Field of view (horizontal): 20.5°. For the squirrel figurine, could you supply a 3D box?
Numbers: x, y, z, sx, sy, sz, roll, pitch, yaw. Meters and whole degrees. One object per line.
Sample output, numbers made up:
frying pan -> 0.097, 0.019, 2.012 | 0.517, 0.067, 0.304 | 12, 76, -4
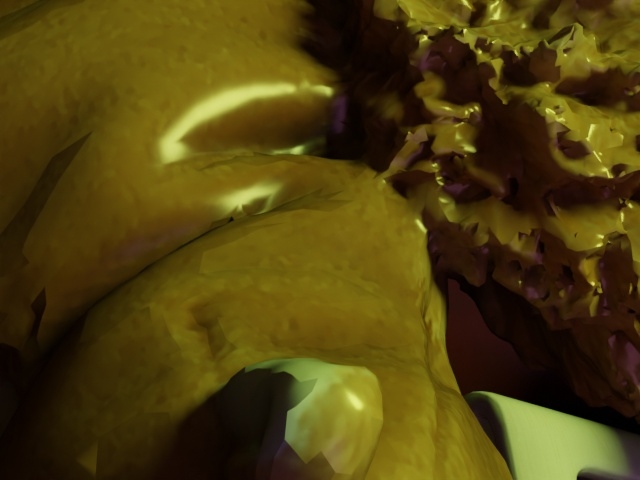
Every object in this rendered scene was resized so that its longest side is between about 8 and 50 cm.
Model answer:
squirrel figurine -> 0.000, 0.000, 0.540 | 0.397, 0.370, 0.281 | -29, 122, -4

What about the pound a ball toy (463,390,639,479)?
pound a ball toy -> 0.119, 0.175, 0.836 | 0.319, 0.136, 0.208 | 17, 134, -26
